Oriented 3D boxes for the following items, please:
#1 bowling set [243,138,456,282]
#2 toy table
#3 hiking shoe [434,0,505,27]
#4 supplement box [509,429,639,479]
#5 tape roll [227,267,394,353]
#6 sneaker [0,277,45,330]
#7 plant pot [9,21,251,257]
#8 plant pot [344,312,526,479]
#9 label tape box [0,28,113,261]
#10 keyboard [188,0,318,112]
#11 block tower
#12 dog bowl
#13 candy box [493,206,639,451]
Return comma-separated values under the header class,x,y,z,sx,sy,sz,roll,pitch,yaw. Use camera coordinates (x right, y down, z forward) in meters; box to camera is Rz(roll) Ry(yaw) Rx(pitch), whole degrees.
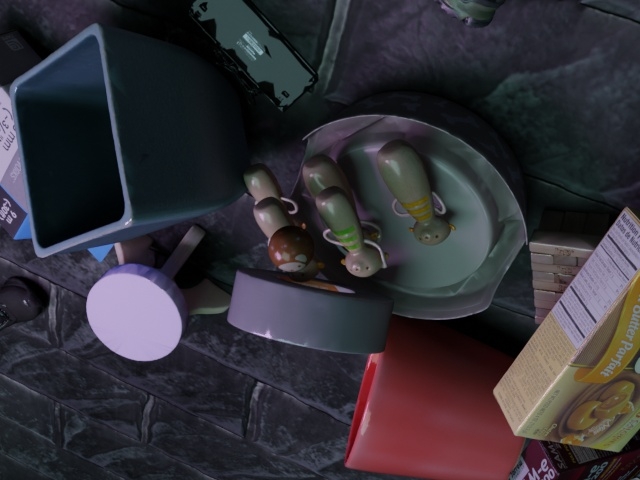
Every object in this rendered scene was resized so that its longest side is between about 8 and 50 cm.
class,x,y,z,sx,sy,sz,roll,pitch,yaw
bowling set,0.000,0.000,1.014,0.287,0.200,0.154,-4,129,37
toy table,-0.291,0.088,1.432,0.252,0.161,0.274,44,137,-15
hiking shoe,0.124,-0.338,0.864,0.226,0.086,0.114,35,125,-13
supplement box,0.415,0.321,1.212,0.239,0.073,0.130,-9,141,-20
tape roll,-0.013,0.093,1.093,0.219,0.219,0.072,12,93,20
sneaker,-0.719,0.168,1.775,0.286,0.130,0.109,-16,119,37
plant pot,-0.238,-0.127,1.106,0.247,0.252,0.247,-15,85,43
plant pot,0.186,0.257,1.264,0.243,0.275,0.275,16,137,3
label tape box,-0.451,-0.124,1.281,0.334,0.106,0.240,48,132,1
keyboard,-0.097,-0.262,1.095,0.100,0.038,0.192,-38,106,22
block tower,0.356,0.105,1.132,0.090,0.097,0.336,6,134,25
dog bowl,0.122,-0.049,1.110,0.348,0.102,0.349,16,136,16
candy box,0.381,0.124,1.016,0.182,0.088,0.316,13,121,-23
